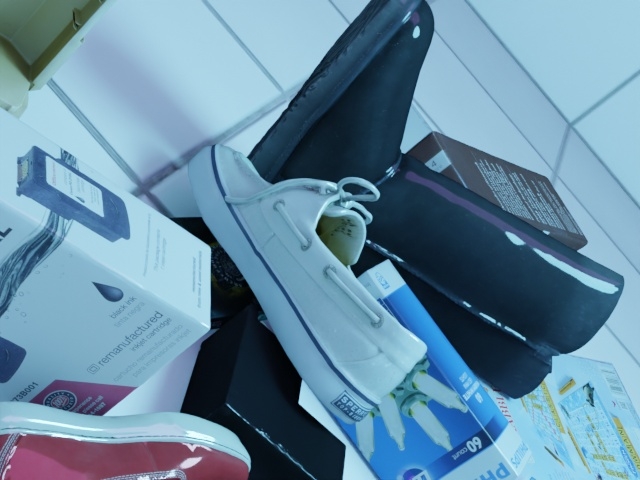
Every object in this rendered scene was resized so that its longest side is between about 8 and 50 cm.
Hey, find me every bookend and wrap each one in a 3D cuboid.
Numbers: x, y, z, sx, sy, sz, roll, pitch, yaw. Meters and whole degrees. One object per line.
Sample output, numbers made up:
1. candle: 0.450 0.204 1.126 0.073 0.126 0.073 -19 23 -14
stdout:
1. bookend: -0.045 0.167 1.017 0.156 0.072 0.157 43 25 -19

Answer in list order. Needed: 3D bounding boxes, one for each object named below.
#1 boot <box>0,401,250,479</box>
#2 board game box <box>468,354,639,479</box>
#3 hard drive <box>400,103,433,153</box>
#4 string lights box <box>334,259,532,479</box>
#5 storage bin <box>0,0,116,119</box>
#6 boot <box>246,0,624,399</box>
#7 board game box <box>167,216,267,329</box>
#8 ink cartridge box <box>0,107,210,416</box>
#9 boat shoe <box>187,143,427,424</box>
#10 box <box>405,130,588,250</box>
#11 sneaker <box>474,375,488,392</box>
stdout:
1. boot: -0.136 0.214 0.786 0.244 0.088 0.176 12 45 -43
2. board game box: 0.310 0.277 1.401 0.318 0.066 0.318 15 41 -33
3. hard drive: 0.112 -0.168 1.794 0.203 0.040 0.307 54 25 6
4. string lights box: 0.090 0.165 1.176 0.259 0.133 0.077 53 22 6
5. storage bin: -0.289 -0.276 0.990 0.260 0.262 0.123 32 28 -35
6. boot: 0.160 -0.041 1.244 0.445 0.367 0.146 36 46 -8
7. board game box: -0.117 0.031 1.139 0.126 0.026 0.186 57 25 16
8. ink cartridge box: -0.223 0.022 0.794 0.237 0.172 0.100 36 28 -30
9. boat shoe: -0.004 -0.003 1.097 0.136 0.156 0.367 42 11 -48
10. box: 0.210 -0.017 1.568 0.381 0.191 0.143 12 45 -54
11. sneaker: 0.124 0.162 1.274 0.271 0.108 0.100 52 25 5
